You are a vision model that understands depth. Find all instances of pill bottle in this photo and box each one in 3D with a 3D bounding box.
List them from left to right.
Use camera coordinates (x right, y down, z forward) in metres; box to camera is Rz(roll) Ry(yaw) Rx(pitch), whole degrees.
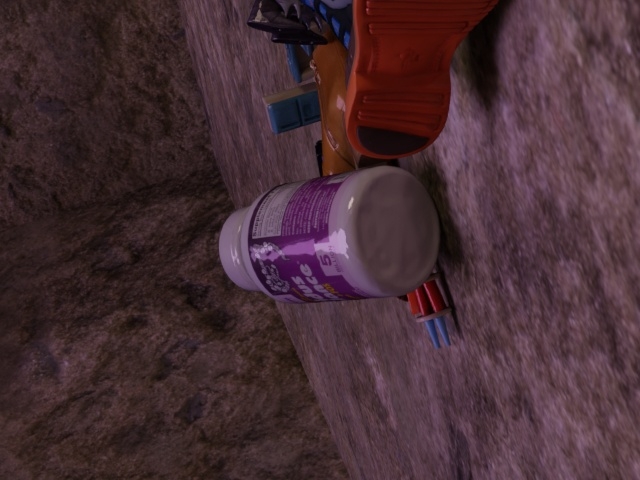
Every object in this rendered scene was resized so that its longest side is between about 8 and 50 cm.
[{"bbox_3d":[0.000,0.000,1.496,0.301,0.169,0.169,-8,102,50],"label":"pill bottle"}]

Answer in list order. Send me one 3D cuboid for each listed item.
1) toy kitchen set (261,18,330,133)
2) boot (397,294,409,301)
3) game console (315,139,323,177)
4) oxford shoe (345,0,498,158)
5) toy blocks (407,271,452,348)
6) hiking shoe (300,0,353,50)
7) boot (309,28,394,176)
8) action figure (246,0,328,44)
[{"bbox_3d":[-0.024,-0.251,1.697,0.166,0.122,0.207,-121,16,-57],"label":"toy kitchen set"},{"bbox_3d":[0.080,0.031,1.657,0.158,0.059,0.084,39,-175,-5],"label":"boot"},{"bbox_3d":[0.045,-0.092,1.769,0.071,0.107,0.122,-75,-18,-47],"label":"game console"},{"bbox_3d":[0.081,-0.235,1.021,0.364,0.129,0.133,109,160,-53],"label":"oxford shoe"},{"bbox_3d":[0.140,0.076,1.555,0.123,0.054,0.148,159,93,-81],"label":"toy blocks"},{"bbox_3d":[0.035,-0.263,1.286,0.304,0.113,0.132,-134,25,-61],"label":"hiking shoe"},{"bbox_3d":[0.042,-0.154,1.611,0.295,0.104,0.211,100,157,-61],"label":"boot"},{"bbox_3d":[-0.036,-0.408,1.480,0.185,0.099,0.285,19,-107,-83],"label":"action figure"}]
